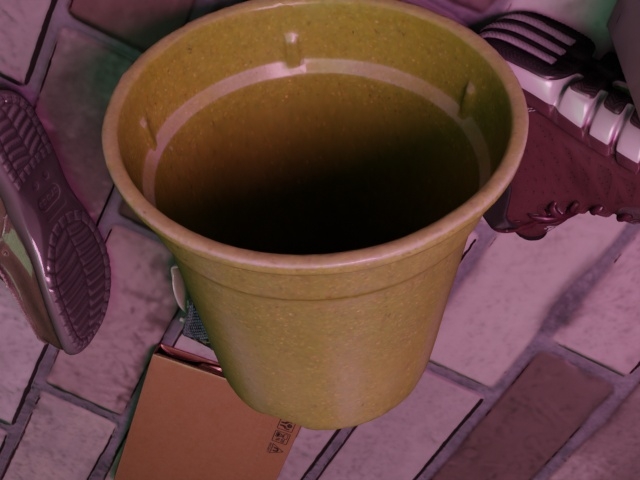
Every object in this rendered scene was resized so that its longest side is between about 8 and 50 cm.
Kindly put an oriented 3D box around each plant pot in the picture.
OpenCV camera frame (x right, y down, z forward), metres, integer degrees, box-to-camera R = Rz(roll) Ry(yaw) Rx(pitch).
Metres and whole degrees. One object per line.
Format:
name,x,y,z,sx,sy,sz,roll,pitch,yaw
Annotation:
plant pot,0.000,0.000,0.715,0.276,0.276,0.254,3,136,6

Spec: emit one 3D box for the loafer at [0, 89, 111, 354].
loafer,-0.260,-0.011,0.841,0.087,0.094,0.251,-2,118,23

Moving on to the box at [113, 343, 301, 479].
box,-0.116,0.207,0.993,0.164,0.021,0.201,19,124,-4

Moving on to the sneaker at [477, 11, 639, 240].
sneaker,0.220,-0.040,0.717,0.281,0.106,0.162,37,138,19

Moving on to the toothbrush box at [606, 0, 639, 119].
toothbrush box,0.353,-0.104,0.610,0.295,0.216,0.126,18,124,-2

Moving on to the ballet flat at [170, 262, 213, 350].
ballet flat,-0.105,0.018,0.847,0.070,0.070,0.188,5,120,5
